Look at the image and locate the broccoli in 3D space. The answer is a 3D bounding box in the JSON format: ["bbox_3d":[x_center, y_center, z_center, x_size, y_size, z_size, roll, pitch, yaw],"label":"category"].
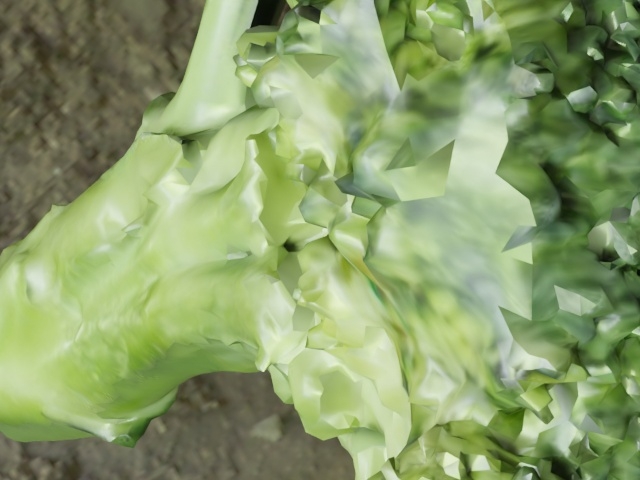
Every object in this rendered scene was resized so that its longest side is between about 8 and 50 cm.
[{"bbox_3d":[0.007,0.022,0.609,0.275,0.397,0.353,22,31,-29],"label":"broccoli"}]
